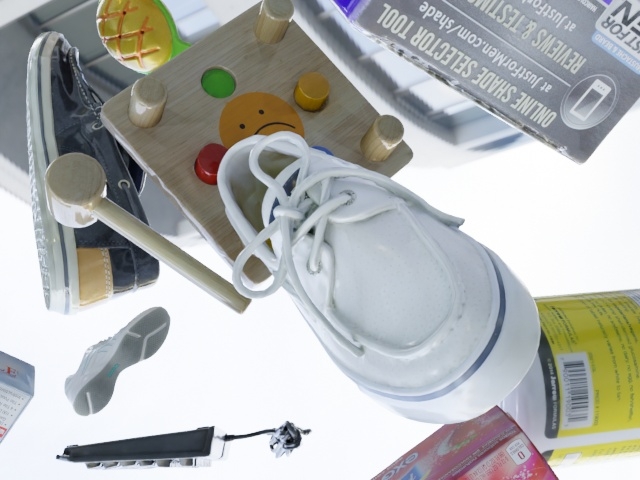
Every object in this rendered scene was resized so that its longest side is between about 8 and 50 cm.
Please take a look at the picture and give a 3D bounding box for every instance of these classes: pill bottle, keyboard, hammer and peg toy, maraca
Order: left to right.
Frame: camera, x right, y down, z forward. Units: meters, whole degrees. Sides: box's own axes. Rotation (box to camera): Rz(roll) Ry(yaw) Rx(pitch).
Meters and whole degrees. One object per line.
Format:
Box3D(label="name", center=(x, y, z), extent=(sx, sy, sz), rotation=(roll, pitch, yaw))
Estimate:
Box3D(label="maraca", center=(-0.260, -0.302, 1.514), extent=(0.185, 0.127, 0.099), rotation=(47, -140, -2))
Box3D(label="keyboard", center=(-0.103, 0.185, 0.890), extent=(0.317, 0.202, 0.033), rotation=(101, 161, -78))
Box3D(label="hammer and peg toy", center=(-0.098, -0.077, 1.080), extent=(0.361, 0.127, 0.266), rotation=(-40, -95, -25))
Box3D(label="pill bottle", center=(0.323, 0.148, 1.116), extent=(0.334, 0.188, 0.187), rotation=(-3, -106, -17))

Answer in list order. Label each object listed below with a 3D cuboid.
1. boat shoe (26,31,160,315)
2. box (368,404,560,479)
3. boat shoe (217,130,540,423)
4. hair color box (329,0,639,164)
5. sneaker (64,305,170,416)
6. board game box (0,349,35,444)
Box3D(label="boat shoe", center=(-0.322, -0.106, 1.397), extent=(0.156, 0.186, 0.500), rotation=(-5, -133, -18))
Box3D(label="box", center=(0.097, 0.274, 0.905), extent=(0.128, 0.257, 0.122), rotation=(54, 179, -9))
Box3D(label="boat shoe", center=(0.005, -0.007, 0.720), extent=(0.156, 0.136, 0.367), rotation=(38, -176, -30))
Box3D(label="hair color box", center=(0.060, -0.203, 0.645), extent=(0.185, 0.110, 0.338), rotation=(24, -155, -34))
Box3D(label="sneaker", center=(-0.237, 0.128, 1.160), extent=(0.152, 0.061, 0.053), rotation=(-46, -50, -11))
Box3D(label="board game box", center=(-0.503, 0.193, 1.000), extent=(0.319, 0.318, 0.066), rotation=(31, -168, -23))
